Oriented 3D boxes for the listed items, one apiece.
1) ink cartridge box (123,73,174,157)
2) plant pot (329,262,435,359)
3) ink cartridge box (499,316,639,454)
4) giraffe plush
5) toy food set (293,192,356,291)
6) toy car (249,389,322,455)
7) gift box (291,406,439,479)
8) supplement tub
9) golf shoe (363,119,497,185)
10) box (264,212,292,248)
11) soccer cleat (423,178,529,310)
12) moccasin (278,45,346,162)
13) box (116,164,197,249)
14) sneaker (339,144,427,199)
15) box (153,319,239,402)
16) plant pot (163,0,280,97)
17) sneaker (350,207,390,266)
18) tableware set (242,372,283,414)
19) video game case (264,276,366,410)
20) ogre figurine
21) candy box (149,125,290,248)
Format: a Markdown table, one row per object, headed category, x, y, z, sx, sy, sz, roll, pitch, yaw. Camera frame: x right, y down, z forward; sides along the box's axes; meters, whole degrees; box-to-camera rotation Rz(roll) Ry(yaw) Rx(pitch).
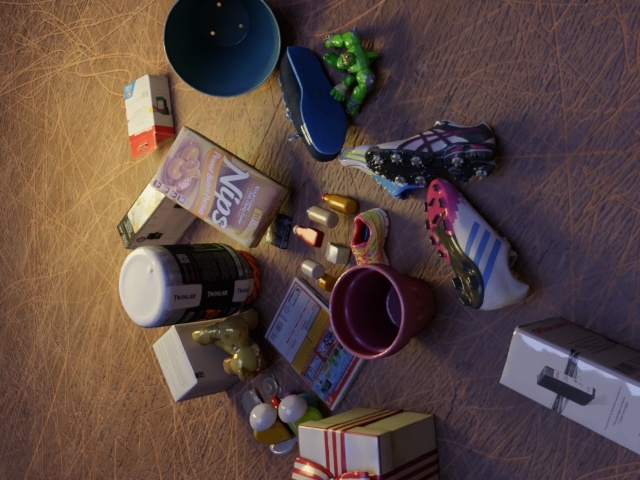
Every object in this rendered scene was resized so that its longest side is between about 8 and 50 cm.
| category | x | y | z | sx | sy | sz | roll | pitch | yaw |
| --- | --- | --- | --- | --- | --- | --- | --- | --- | --- |
| ink cartridge box | -0.523 | -0.375 | 2.181 | 0.134 | 0.078 | 0.231 | -12 | 83 | 41 |
| plant pot | 0.150 | 0.148 | 1.552 | 0.201 | 0.180 | 0.201 | 1 | 91 | 40 |
| ink cartridge box | 0.487 | 0.245 | 1.255 | 0.272 | 0.197 | 0.114 | 25 | 107 | 38 |
| giraffe plush | -0.214 | 0.284 | 1.884 | 0.210 | 0.181 | 0.171 | -25 | 87 | 56 |
| toy food set | 0.000 | 0.000 | 1.727 | 0.104 | 0.111 | 0.232 | 25 | 109 | 50 |
| toy car | -0.080 | 0.442 | 1.792 | 0.182 | 0.159 | 0.136 | -20 | 32 | 17 |
| gift box | 0.108 | 0.521 | 1.547 | 0.255 | 0.258 | 0.276 | -12 | 82 | 41 |
| supplement tub | -0.331 | 0.111 | 1.859 | 0.207 | 0.338 | 0.207 | 2 | 93 | 41 |
| golf shoe | 0.229 | -0.186 | 1.490 | 0.272 | 0.105 | 0.120 | 1 | 56 | 14 |
| box | -0.110 | -0.026 | 1.876 | 0.067 | 0.018 | 0.083 | 22 | 105 | 38 |
| soccer cleat | 0.317 | 0.006 | 1.467 | 0.116 | 0.143 | 0.331 | 105 | 157 | -48 |
| moccasin | -0.021 | -0.320 | 1.737 | 0.117 | 0.137 | 0.342 | 126 | 140 | -48 |
| box | -0.444 | -0.093 | 2.066 | 0.290 | 0.169 | 0.087 | -45 | 61 | 33 |
| sneaker | 0.143 | -0.153 | 1.610 | 0.240 | 0.091 | 0.126 | 0 | 92 | 40 |
| box | -0.335 | 0.329 | 1.970 | 0.119 | 0.181 | 0.182 | -42 | 65 | 33 |
| plant pot | -0.252 | -0.544 | 1.848 | 0.290 | 0.290 | 0.195 | -57 | 22 | 26 |
| sneaker | 0.105 | 0.030 | 1.645 | 0.081 | 0.094 | 0.209 | -2 | 91 | 39 |
| tableware set | -0.143 | 0.446 | 1.916 | 0.168 | 0.020 | 0.141 | -43 | 66 | 31 |
| video game case | -0.012 | 0.257 | 1.795 | 0.285 | 0.025 | 0.204 | 42 | 117 | 32 |
| ogre figurine | 0.071 | -0.411 | 1.668 | 0.118 | 0.096 | 0.197 | -31 | 55 | 55 |
| candy box | -0.260 | -0.138 | 1.848 | 0.316 | 0.087 | 0.183 | 32 | 97 | 8 |
